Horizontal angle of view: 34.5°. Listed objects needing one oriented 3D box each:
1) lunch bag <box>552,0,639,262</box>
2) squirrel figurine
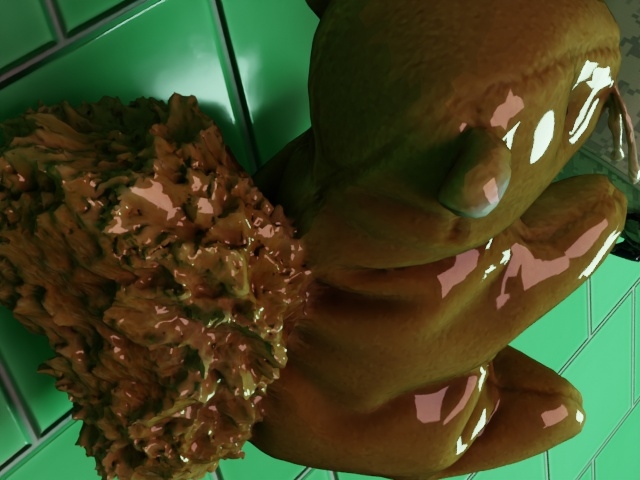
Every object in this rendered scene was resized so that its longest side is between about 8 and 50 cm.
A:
[{"bbox_3d":[0.292,-0.158,0.941,0.305,0.256,0.212,-50,139,-6],"label":"lunch bag"},{"bbox_3d":[0.000,0.000,0.615,0.397,0.281,0.370,-16,158,-14],"label":"squirrel figurine"}]
